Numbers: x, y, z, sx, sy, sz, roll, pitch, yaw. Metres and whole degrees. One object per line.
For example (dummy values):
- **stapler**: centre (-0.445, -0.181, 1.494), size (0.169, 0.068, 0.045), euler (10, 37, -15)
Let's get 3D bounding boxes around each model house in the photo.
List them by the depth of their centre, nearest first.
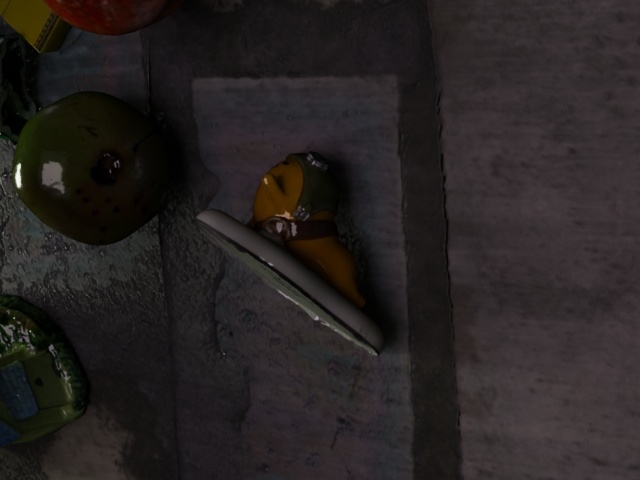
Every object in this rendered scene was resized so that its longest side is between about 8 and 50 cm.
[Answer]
- **model house**: centre (-0.442, 0.187, 1.751), size (0.214, 0.189, 0.195), euler (-20, 92, 34)

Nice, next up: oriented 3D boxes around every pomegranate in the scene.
- **pomegranate**: centre (-0.280, -0.089, 1.609), size (0.210, 0.179, 0.179), euler (16, 109, 40)

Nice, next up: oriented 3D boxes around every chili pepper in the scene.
- **chili pepper**: centre (-0.484, -0.211, 1.741), size (0.270, 0.099, 0.136), euler (15, 137, 28)

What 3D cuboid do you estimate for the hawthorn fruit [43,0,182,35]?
- **hawthorn fruit**: centre (-0.206, -0.367, 1.461), size (0.284, 0.284, 0.284), euler (7, 104, 30)

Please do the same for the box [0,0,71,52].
- **box**: centre (-0.387, -0.374, 1.686), size (0.279, 0.041, 0.153), euler (44, 117, 16)

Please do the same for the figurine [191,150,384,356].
- **figurine**: centre (0.000, 0.000, 1.510), size (0.250, 0.166, 0.141), euler (38, 81, -8)
